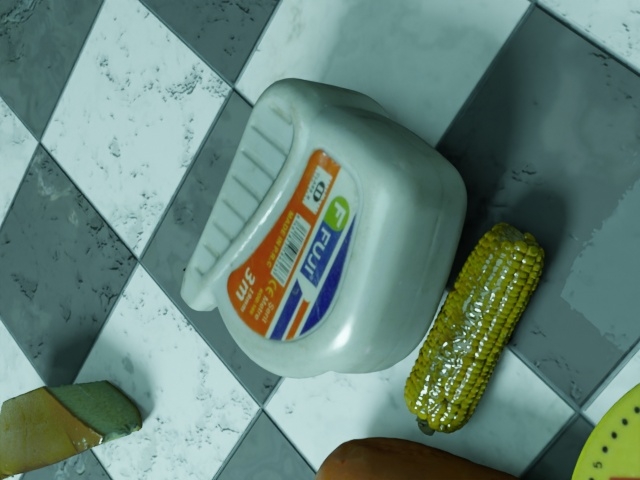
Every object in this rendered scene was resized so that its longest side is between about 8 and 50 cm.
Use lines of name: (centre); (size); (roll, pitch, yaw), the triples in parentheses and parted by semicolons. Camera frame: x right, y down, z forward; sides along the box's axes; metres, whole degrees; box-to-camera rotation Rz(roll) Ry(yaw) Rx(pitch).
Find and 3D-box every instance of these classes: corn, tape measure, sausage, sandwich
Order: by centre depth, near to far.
sausage: (0.100, 0.246, 0.748); (0.258, 0.133, 0.133); (13, 99, 36)
corn: (0.130, 0.080, 0.757); (0.068, 0.068, 0.207); (33, 111, 32)
tape measure: (0.000, 0.000, 0.804); (0.265, 0.130, 0.258); (43, 117, 38)
sandwich: (-0.323, 0.228, 1.081); (0.258, 0.094, 0.096); (-22, 79, 36)

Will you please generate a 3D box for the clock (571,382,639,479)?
clock: (0.283, 0.206, 0.540); (0.293, 0.071, 0.277); (-22, 71, 43)
